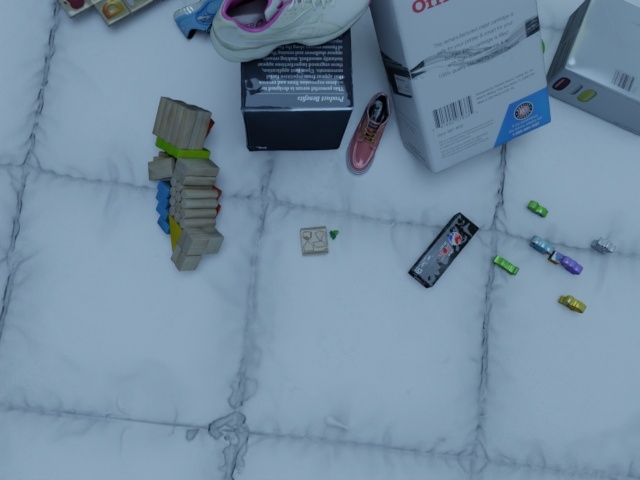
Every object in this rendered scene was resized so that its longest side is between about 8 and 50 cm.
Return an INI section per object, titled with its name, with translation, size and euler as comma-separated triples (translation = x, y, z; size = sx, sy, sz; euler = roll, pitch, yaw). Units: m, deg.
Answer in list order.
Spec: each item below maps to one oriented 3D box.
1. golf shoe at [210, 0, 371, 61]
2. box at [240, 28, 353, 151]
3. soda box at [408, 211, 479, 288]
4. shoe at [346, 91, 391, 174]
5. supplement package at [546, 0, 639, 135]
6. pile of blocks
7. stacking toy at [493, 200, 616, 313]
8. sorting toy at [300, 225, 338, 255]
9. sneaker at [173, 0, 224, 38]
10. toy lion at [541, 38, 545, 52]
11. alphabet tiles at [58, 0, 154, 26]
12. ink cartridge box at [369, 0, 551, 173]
[golf shoe]
translation = -0.044, -0.404, 1.295
size = 0.306, 0.140, 0.115
euler = -23, 83, -8
[box]
translation = -0.056, -0.408, 1.511
size = 0.212, 0.293, 0.395
euler = -1, 83, -4
[soda box]
translation = 0.265, 0.022, 1.602
size = 0.060, 0.053, 0.169
euler = 40, 82, 1
[shoe]
translation = 0.104, -0.233, 1.608
size = 0.064, 0.081, 0.177
euler = 19, 82, -2
[supplement package]
translation = 0.661, -0.387, 1.639
size = 0.262, 0.145, 0.204
euler = 24, 81, -1
[pile of blocks]
translation = -0.273, -0.119, 1.567
size = 0.113, 0.149, 0.361
euler = -3, 93, -48
[stacking toy]
translation = 0.514, 0.033, 1.622
size = 0.221, 0.052, 0.167
euler = 31, 81, 1
[sorting toy]
translation = 0.000, 0.000, 1.605
size = 0.083, 0.012, 0.062
euler = -5, 78, -2
[sneaker]
translation = -0.238, -0.487, 1.611
size = 0.162, 0.063, 0.073
euler = -16, 100, 27
[toy lion]
translation = 0.472, -0.420, 1.688
size = 0.100, 0.034, 0.096
euler = -41, 95, -8
[alphabet tiles]
translation = -0.442, -0.634, 1.619
size = 0.343, 0.011, 0.285
euler = -34, 86, -11
[ink cartridge box]
translation = 0.282, -0.381, 1.498
size = 0.286, 0.166, 0.394
euler = -24, 124, -7
